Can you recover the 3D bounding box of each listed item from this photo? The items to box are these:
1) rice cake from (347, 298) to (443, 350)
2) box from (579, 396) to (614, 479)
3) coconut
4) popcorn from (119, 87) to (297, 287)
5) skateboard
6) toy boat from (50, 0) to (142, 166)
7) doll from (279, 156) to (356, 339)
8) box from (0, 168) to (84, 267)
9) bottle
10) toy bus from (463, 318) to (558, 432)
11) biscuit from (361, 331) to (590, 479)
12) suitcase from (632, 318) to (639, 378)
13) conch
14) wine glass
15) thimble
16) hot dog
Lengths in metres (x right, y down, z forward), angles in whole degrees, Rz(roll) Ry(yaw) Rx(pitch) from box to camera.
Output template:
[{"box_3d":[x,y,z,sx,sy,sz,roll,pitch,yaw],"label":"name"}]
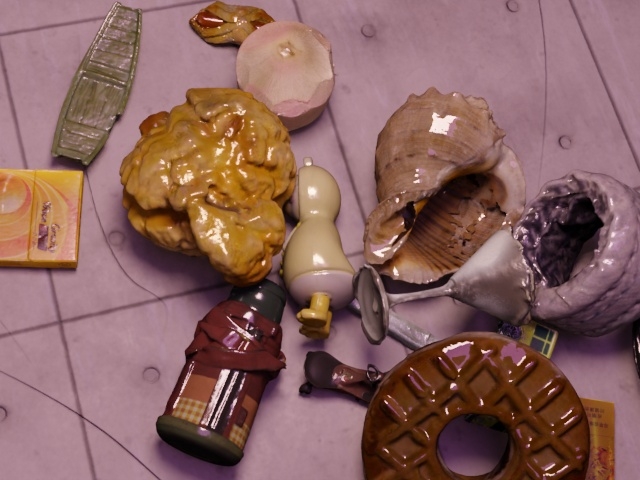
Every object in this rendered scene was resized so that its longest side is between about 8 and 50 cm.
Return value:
[{"box_3d":[0.112,0.128,1.616,0.171,0.029,0.033,31,65,4],"label":"rice cake"},{"box_3d":[0.407,0.320,1.596,0.089,0.022,0.156,7,69,-5],"label":"box"},{"box_3d":[-0.051,-0.266,1.652,0.171,0.183,0.170,3,74,-9],"label":"coconut"},{"box_3d":[-0.162,-0.083,1.531,0.265,0.225,0.332,-10,58,-5],"label":"popcorn"},{"box_3d":[0.047,0.203,1.550,0.151,0.080,0.067,15,62,-6],"label":"skateboard"},{"box_3d":[-0.349,-0.244,1.665,0.093,0.055,0.293,16,69,-2],"label":"toy boat"},{"box_3d":[-0.012,0.002,1.593,0.117,0.141,0.296,-14,61,4],"label":"doll"},{"box_3d":[-0.498,-0.036,1.569,0.269,0.043,0.152,3,70,-8],"label":"box"},{"box_3d":[-0.122,0.182,1.503,0.143,0.156,0.271,9,64,30],"label":"bottle"},{"box_3d":[0.290,0.205,1.585,0.101,0.088,0.175,24,67,0],"label":"toy bus"},{"box_3d":[0.219,0.287,1.472,0.332,0.103,0.331,0,97,4],"label":"biscuit"},{"box_3d":[0.652,0.141,1.614,0.340,0.188,0.345,-1,70,-8],"label":"suitcase"},{"box_3d":[0.183,-0.080,1.628,0.263,0.186,0.324,38,89,-10],"label":"conch"},{"box_3d":[0.173,0.073,1.504,0.232,0.156,0.156,-9,72,-17],"label":"wine glass"},{"box_3d":[0.401,0.021,1.584,0.157,0.217,0.245,24,108,-36],"label":"thimble"},{"box_3d":[-0.136,-0.359,1.738,0.169,0.061,0.078,6,71,-7],"label":"hot dog"}]
